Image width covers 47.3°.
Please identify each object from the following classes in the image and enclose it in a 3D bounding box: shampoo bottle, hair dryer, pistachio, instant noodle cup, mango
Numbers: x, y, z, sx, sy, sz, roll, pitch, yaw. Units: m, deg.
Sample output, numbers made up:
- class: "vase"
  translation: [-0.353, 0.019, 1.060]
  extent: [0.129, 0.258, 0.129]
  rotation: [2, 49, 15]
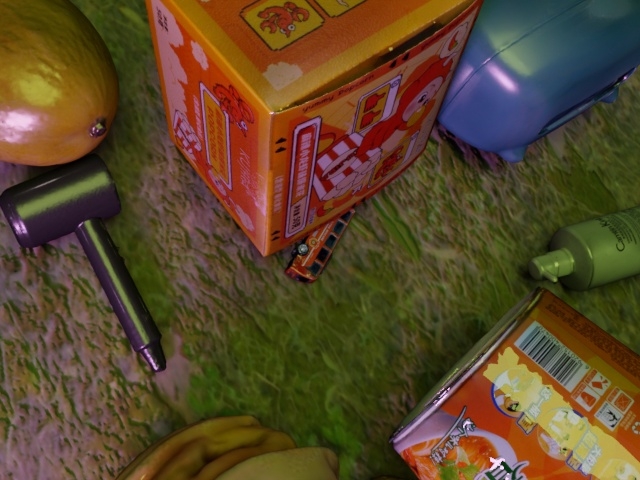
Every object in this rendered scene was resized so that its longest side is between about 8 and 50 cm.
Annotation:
- class: "shampoo bottle"
  translation: [0.379, 0.006, 0.917]
  extent: [0.262, 0.085, 0.085]
  rotation: [-14, 77, -16]
- class: "hair dryer"
  translation: [-0.242, 0.038, 0.787]
  extent: [0.114, 0.070, 0.248]
  rotation: [-26, 89, -20]
- class: "pistachio"
  translation: [-0.106, 0.308, 0.658]
  extent: [0.230, 0.230, 0.309]
  rotation: [33, 66, -2]
- class: "instant noodle cup"
  translation: [0.224, 0.195, 0.735]
  extent: [0.296, 0.296, 0.214]
  rotation: [-40, 77, -20]
- class: "mango"
  translation: [-0.354, -0.210, 0.786]
  extent: [0.331, 0.142, 0.195]
  rotation: [45, 64, 11]

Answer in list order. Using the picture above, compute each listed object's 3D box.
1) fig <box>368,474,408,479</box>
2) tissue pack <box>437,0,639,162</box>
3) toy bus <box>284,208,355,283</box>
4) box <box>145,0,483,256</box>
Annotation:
- class: "fig"
  translation: [0.083, 0.286, 0.758]
  extent: [0.082, 0.098, 0.084]
  rotation: [-29, 93, -21]
- class: "tissue pack"
  translation: [0.271, -0.239, 0.905]
  extent: [0.287, 0.198, 0.206]
  rotation: [-32, 81, -22]
- class: "toy bus"
  translation: [0.000, 0.000, 0.861]
  extent: [0.043, 0.031, 0.110]
  rotation: [34, 69, -8]
- class: "box"
  translation: [-0.009, -0.173, 0.763]
  extent: [0.259, 0.283, 0.214]
  rotation: [-36, 72, -19]
